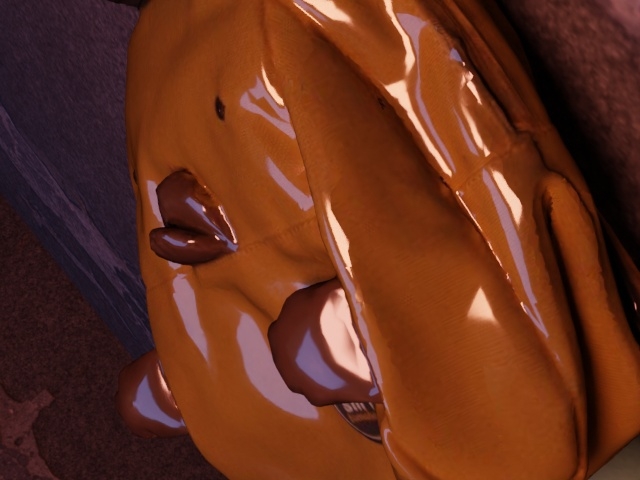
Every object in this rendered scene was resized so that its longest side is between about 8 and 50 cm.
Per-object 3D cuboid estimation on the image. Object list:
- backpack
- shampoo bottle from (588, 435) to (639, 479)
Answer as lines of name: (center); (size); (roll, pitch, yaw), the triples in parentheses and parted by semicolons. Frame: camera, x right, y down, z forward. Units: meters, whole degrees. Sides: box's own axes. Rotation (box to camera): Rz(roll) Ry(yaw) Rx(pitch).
backpack: (0.004, -0.002, 0.632); (0.353, 0.201, 0.378); (-26, 89, 58)
shampoo bottle: (0.237, 0.233, 0.621); (0.349, 0.151, 0.222); (39, 161, 39)
